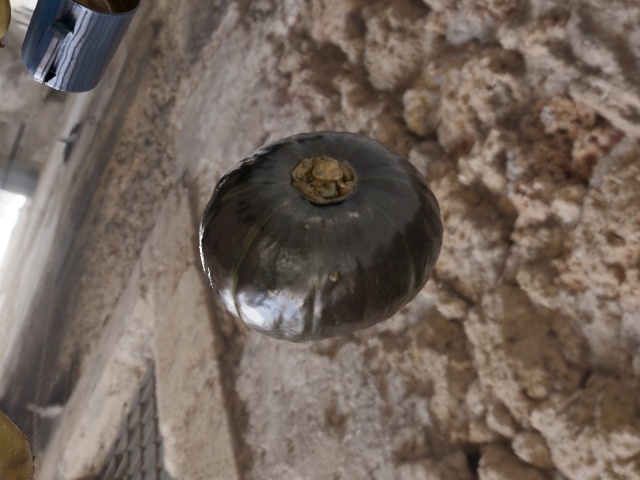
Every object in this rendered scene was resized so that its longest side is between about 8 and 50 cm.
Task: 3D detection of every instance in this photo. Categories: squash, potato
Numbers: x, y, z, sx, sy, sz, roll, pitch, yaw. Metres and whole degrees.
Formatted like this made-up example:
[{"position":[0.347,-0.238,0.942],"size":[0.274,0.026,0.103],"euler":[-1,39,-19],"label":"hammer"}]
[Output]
[{"position":[0.000,-0.003,0.741],"size":[0.193,0.156,0.193],"euler":[11,-154,-5],"label":"squash"},{"position":[-0.485,0.312,1.315],"size":[0.176,0.137,0.137],"euler":[54,-176,-32],"label":"potato"}]

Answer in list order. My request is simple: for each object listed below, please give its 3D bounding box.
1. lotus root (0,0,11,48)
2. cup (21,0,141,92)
[{"position":[-0.400,-0.285,1.088],"size":[0.073,0.150,0.062],"euler":[19,-144,33],"label":"lotus root"},{"position":[-0.314,-0.264,1.139],"size":[0.113,0.138,0.150],"euler":[50,-140,14],"label":"cup"}]
